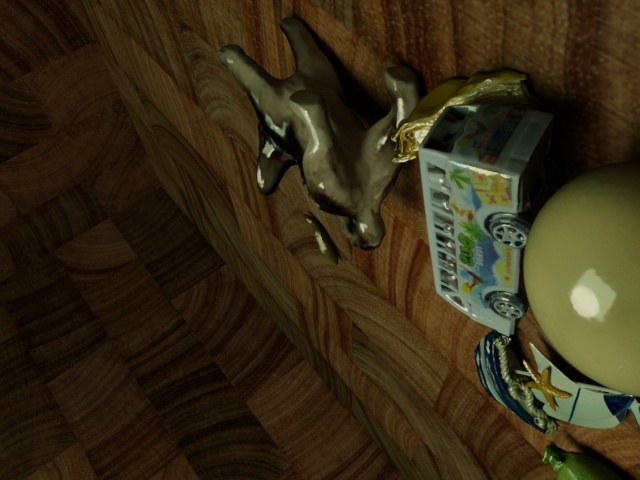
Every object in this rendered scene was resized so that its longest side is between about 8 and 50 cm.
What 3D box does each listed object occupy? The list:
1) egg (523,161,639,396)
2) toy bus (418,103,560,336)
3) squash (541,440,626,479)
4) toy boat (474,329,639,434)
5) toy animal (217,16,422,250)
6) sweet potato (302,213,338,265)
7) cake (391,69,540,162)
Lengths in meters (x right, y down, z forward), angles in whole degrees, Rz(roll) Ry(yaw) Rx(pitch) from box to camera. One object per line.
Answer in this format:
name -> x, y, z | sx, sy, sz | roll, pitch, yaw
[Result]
egg -> 0.289, 0.040, 0.522 | 0.241, 0.186, 0.186 | 52, 166, -29
toy bus -> 0.204, -0.012, 0.697 | 0.136, 0.109, 0.329 | 19, 150, 28
squash -> 0.503, 0.463, 0.862 | 0.395, 0.107, 0.107 | 41, 158, 37
toy boat -> 0.378, 0.231, 0.885 | 0.291, 0.067, 0.220 | -7, 118, 58
toy animal -> -0.008, -0.155, 0.923 | 0.344, 0.194, 0.302 | 46, 155, 43
sweet potato -> 0.003, -0.003, 1.420 | 0.041, 0.038, 0.153 | -26, 97, 49
cake -> 0.151, -0.142, 0.674 | 0.185, 0.116, 0.079 | 33, 154, 58
